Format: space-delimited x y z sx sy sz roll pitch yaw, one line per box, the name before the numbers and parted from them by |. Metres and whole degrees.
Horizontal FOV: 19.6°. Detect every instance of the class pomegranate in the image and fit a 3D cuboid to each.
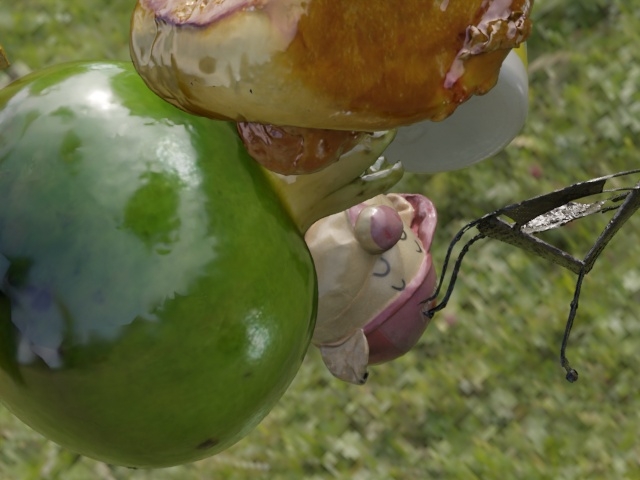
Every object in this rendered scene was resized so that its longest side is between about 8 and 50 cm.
pomegranate | -0.102 -0.002 1.330 0.359 0.309 0.216 -29 6 -5

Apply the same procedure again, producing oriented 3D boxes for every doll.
doll | 0.001 0.000 1.691 0.196 0.256 0.152 -56 14 -15

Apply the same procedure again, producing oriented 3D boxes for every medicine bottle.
medicine bottle | 0.109 -0.260 1.945 0.208 0.208 0.339 -19 50 27

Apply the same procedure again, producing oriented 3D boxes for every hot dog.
hot dog | 0.026 -0.144 0.973 0.150 0.153 0.256 13 63 46

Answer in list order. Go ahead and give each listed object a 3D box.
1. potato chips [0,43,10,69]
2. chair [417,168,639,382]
potato chips | -0.305 -0.228 1.595 0.037 0.026 0.204 -24 62 8
chair | 0.201 0.004 1.593 0.149 0.174 0.213 30 88 9
